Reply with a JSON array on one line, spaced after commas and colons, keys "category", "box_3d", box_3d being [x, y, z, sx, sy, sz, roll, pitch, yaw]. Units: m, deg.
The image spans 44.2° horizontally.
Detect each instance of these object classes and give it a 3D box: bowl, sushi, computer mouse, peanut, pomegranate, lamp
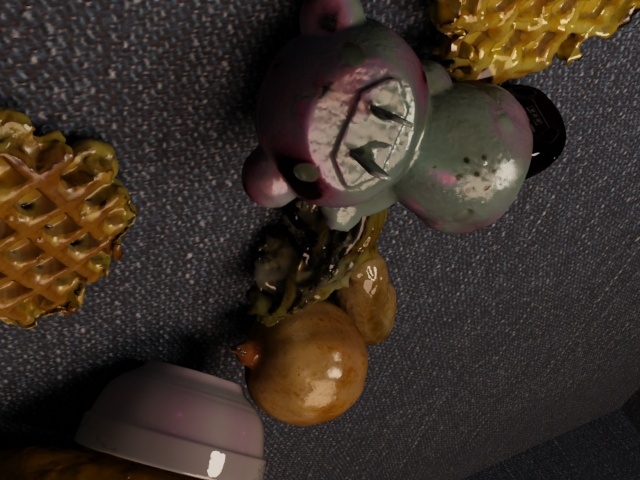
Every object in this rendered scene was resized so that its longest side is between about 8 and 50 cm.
[{"category": "bowl", "box_3d": [-0.209, 0.272, 1.197, 0.287, 0.143, 0.287, 14, 164, 4]}, {"category": "sushi", "box_3d": [0.005, 0.005, 1.104, 0.291, 0.131, 0.139, -55, 164, 23]}, {"category": "computer mouse", "box_3d": [0.219, -0.130, 1.073, 0.233, 0.137, 0.096, -14, 164, -16]}, {"category": "peanut", "box_3d": [0.074, 0.090, 1.299, 0.108, 0.095, 0.226, -55, 151, -26]}, {"category": "pomegranate", "box_3d": [-0.026, 0.189, 1.237, 0.207, 0.207, 0.207, -22, 147, -15]}, {"category": "lamp", "box_3d": [0.080, -0.110, 0.854, 0.301, 0.247, 0.247, 18, 108, -22]}]

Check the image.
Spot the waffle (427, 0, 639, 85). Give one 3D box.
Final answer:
[{"category": "waffle", "box_3d": [0.282, -0.332, 0.890, 0.380, 0.095, 0.382, -30, 151, 0]}]

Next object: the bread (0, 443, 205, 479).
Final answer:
[{"category": "bread", "box_3d": [-0.331, 0.424, 1.186, 0.398, 0.215, 0.398, 8, 165, 2]}]

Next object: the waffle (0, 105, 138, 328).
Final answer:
[{"category": "waffle", "box_3d": [-0.343, -0.003, 0.839, 0.302, 0.068, 0.325, -4, 140, -36]}]
